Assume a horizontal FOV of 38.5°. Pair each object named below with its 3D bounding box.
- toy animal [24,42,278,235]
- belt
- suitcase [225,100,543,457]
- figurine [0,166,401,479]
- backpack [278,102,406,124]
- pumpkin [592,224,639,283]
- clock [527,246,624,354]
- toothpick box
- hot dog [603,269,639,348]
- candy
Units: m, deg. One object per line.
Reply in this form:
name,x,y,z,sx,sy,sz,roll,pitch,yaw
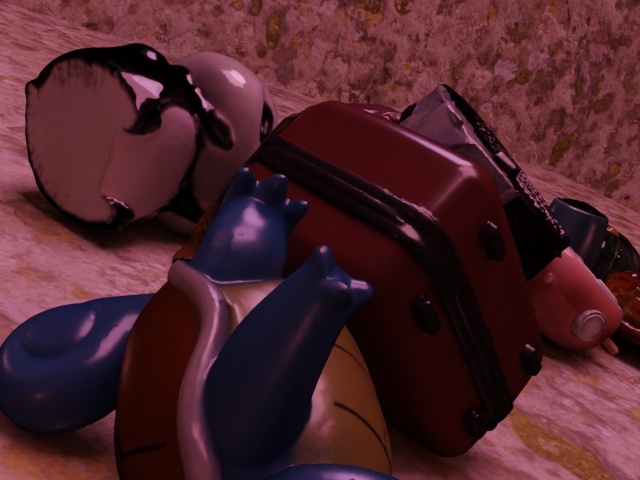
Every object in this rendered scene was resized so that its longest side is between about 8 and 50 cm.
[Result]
toy animal,-0.195,-0.138,1.188,0.251,0.251,0.310,28,18,30
belt,0.192,-0.062,1.228,0.289,0.164,0.184,57,22,19
suitcase,0.062,0.038,0.822,0.236,0.161,0.297,31,-20,40
figurine,-0.040,0.104,0.576,0.243,0.298,0.416,-29,38,-26
backpack,0.055,-0.137,1.602,0.317,0.197,0.283,2,-16,-23
pumpkin,0.493,0.035,1.698,0.211,0.152,0.211,37,12,-9
clock,0.335,0.070,1.352,0.227,0.142,0.241,42,11,-31
toothpick box,0.408,0.022,1.549,0.120,0.184,0.120,18,15,-5
hot dog,0.555,0.136,1.465,0.272,0.122,0.196,21,9,-45
candy,-0.059,-0.060,1.109,0.101,0.271,0.143,53,-22,-18
